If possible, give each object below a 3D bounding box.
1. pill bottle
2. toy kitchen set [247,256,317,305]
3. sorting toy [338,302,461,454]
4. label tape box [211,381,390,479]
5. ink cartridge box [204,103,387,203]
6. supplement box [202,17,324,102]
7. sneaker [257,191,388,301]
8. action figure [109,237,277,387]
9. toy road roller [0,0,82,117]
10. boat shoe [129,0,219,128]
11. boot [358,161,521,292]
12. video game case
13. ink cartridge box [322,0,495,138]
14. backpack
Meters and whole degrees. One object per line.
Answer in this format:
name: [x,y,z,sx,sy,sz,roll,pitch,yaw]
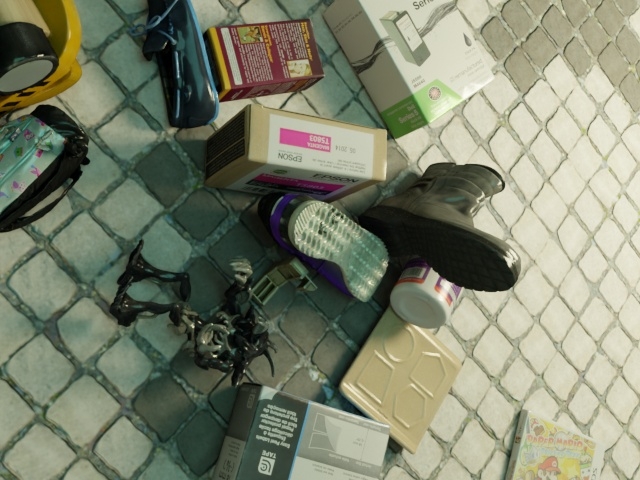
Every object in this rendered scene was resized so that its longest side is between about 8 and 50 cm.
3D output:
pill bottle: [0.207,0.053,1.250,0.108,0.108,0.193,44,53,-15]
toy kitchen set: [-0.057,0.078,1.128,0.068,0.083,0.075,48,65,-13]
sorting toy: [0.142,0.239,1.242,0.193,0.038,0.208,43,61,-16]
label tape box: [-0.049,0.414,1.073,0.240,0.106,0.334,23,73,-23]
ink cartridge box: [-0.043,-0.128,1.104,0.234,0.193,0.088,7,79,-26]
supplement box: [-0.100,-0.298,1.161,0.188,0.081,0.104,-14,89,-28]
sneaker: [0.000,-0.001,1.155,0.102,0.146,0.293,-59,140,-10]
action figure: [-0.163,0.110,1.033,0.275,0.141,0.164,26,45,-18]
toy road roller: [-0.466,-0.234,0.918,0.329,0.240,0.203,-30,91,9]
boat shoe: [-0.232,-0.301,1.081,0.089,0.109,0.258,-20,90,-25]
boot: [0.239,-0.049,1.167,0.222,0.338,0.118,-36,127,-23]
video game case: [0.460,0.468,1.378,0.227,0.026,0.206,26,71,-22]
ink cartridge box: [0.164,-0.359,1.290,0.198,0.114,0.273,-36,100,-27]
backpack: [-0.408,-0.095,0.948,0.115,0.152,0.182,43,74,-4]
